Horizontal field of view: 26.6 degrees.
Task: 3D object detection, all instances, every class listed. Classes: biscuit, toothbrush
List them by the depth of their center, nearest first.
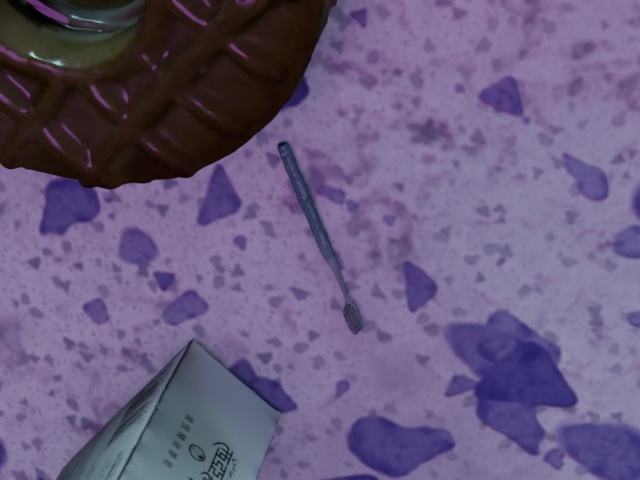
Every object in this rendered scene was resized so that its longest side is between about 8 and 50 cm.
[{"bbox_3d":[-0.153,-0.166,0.936,0.366,0.115,0.268,-3,126,19],"label":"biscuit"},{"bbox_3d":[0.000,0.000,1.053,0.011,0.014,0.167,-13,110,27],"label":"toothbrush"}]

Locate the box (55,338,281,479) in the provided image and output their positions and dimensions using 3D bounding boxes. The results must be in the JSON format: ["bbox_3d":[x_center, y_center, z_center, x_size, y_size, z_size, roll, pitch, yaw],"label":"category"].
[{"bbox_3d":[-0.151,0.223,1.048,0.111,0.260,0.194,40,116,-11],"label":"box"}]
